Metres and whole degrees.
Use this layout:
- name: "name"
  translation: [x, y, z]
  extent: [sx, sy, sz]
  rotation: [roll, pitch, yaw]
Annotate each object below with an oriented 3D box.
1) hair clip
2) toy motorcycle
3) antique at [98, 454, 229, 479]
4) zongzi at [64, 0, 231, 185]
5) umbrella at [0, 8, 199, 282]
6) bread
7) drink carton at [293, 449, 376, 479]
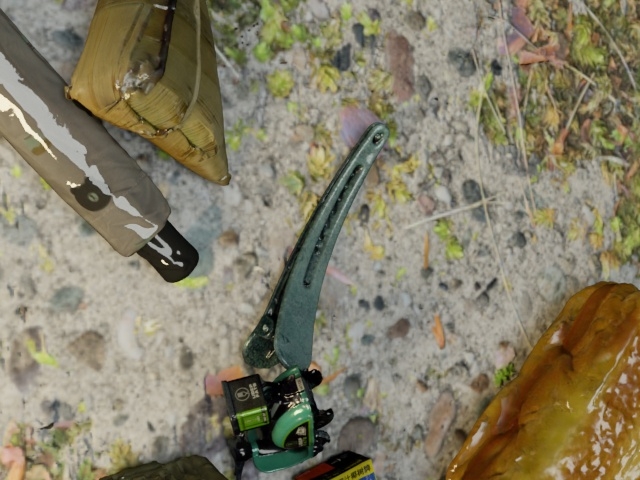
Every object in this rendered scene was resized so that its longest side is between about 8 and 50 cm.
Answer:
- name: "hair clip"
  translation: [0.000, 0.000, 0.911]
  extent: [0.048, 0.083, 0.275]
  rotation: [29, 71, -24]
- name: "toy motorcycle"
  translation: [-0.039, 0.172, 0.851]
  extent: [0.100, 0.173, 0.058]
  rotation: [-13, 57, -8]
- name: "antique"
  translation: [-0.121, 0.350, 0.818]
  extent: [0.125, 0.150, 0.284]
  rotation: [-10, 103, -25]
- name: "zongzi"
  translation: [-0.128, -0.163, 0.842]
  extent: [0.197, 0.099, 0.194]
  rotation: [37, 56, -53]
- name: "umbrella"
  translation: [-0.228, -0.091, 0.798]
  extent: [0.073, 0.067, 0.337]
  rotation: [-42, 108, -6]
- name: "bread"
  translation: [0.278, 0.208, 0.990]
  extent: [0.195, 0.149, 0.344]
  rotation: [44, 73, -7]
- name: "drink carton"
  translation: [0.032, 0.303, 0.925]
  extent: [0.071, 0.056, 0.165]
  rotation: [-20, 98, -32]
